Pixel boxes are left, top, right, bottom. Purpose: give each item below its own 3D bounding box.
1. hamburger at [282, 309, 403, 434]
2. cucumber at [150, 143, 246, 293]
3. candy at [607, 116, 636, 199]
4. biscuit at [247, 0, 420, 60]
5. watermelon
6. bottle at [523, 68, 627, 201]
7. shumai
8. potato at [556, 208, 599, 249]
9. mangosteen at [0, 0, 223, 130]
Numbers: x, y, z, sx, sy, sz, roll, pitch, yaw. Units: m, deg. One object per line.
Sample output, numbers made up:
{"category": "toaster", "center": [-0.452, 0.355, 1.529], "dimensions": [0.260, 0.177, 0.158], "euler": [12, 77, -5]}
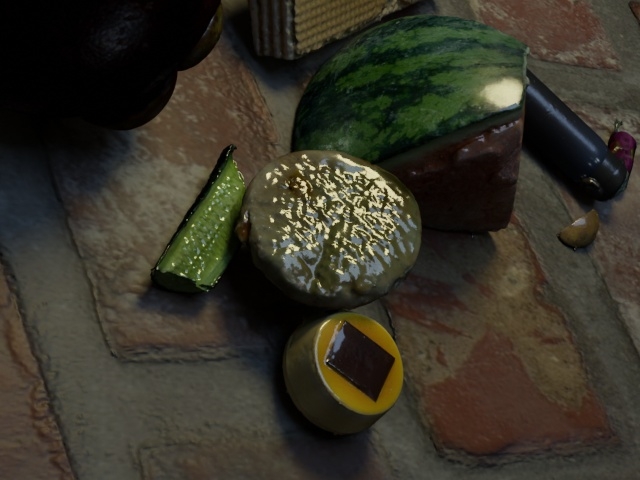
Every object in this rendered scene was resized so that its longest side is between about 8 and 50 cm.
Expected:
{"category": "hamburger", "center": [0.022, 0.130, 1.459], "dimensions": [0.126, 0.081, 0.141], "euler": [23, 58, -24]}
{"category": "cucumber", "center": [-0.114, -0.012, 1.478], "dimensions": [0.070, 0.046, 0.220], "euler": [40, 42, -13]}
{"category": "candy", "center": [0.432, -0.116, 2.057], "dimensions": [0.043, 0.045, 0.175], "euler": [10, 45, 8]}
{"category": "biscuit", "center": [0.052, -0.345, 1.825], "dimensions": [0.426, 0.078, 0.144], "euler": [-34, 129, -49]}
{"category": "watermelon", "center": [0.135, -0.152, 1.708], "dimensions": [0.292, 0.283, 0.250], "euler": [29, 53, -61]}
{"category": "bottle", "center": [0.318, -0.152, 1.957], "dimensions": [0.244, 0.072, 0.082], "euler": [41, 52, -9]}
{"category": "shumai", "center": [0.000, 0.000, 1.507], "dimensions": [0.201, 0.120, 0.201], "euler": [7, 57, -11]}
{"category": "potato", "center": [0.359, -0.017, 1.913], "dimensions": [0.037, 0.036, 0.093], "euler": [52, 39, 9]}
{"category": "mangosteen", "center": [-0.226, -0.255, 1.400], "dimensions": [0.347, 0.307, 0.307], "euler": [40, 30, -57]}
